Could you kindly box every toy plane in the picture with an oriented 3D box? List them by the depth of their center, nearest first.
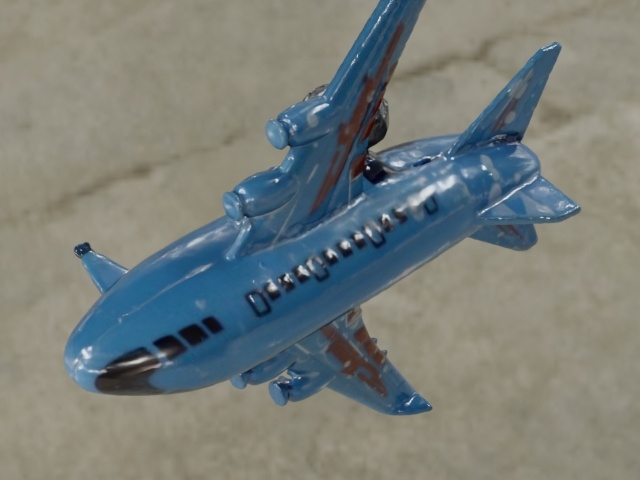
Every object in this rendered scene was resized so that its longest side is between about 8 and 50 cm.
[{"bbox_3d":[0.000,0.000,0.831,0.271,0.254,0.105,-19,43,-23],"label":"toy plane"}]
